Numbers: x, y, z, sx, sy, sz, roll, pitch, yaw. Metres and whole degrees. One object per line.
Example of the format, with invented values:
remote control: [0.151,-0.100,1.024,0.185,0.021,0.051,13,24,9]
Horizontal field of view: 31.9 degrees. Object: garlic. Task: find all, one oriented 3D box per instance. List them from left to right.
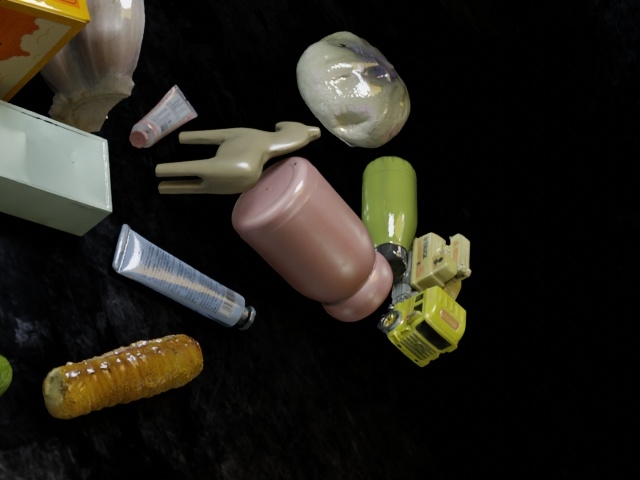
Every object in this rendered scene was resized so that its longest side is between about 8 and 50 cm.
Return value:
garlic: [-0.350,-0.311,1.705,0.237,0.210,0.292,59,25,-76]

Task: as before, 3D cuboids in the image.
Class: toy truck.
toy truck: [0.217,0.099,2.163,0.124,0.157,0.272,41,36,-24]

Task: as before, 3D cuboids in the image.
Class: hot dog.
hot dog: [-0.265,0.184,1.560,0.289,0.068,0.083,-12,80,-56]

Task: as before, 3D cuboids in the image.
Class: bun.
bun: [0.079,-0.322,2.331,0.272,0.168,0.273,32,34,-25]

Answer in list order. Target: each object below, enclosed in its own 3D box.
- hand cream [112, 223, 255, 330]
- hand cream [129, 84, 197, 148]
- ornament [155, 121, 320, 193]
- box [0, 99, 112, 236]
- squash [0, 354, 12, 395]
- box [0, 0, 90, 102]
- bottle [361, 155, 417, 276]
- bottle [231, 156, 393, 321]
hand cream: [-0.210,0.065,1.741,0.256,0.055,0.088,33,48,-28]
hand cream: [-0.269,-0.208,1.907,0.067,0.043,0.210,53,28,-10]
ornament: [-0.131,-0.148,1.890,0.230,0.244,0.061,-74,161,-60]
box: [-0.416,-0.105,1.587,0.225,0.086,0.130,21,49,-42]
squash: [-0.450,0.193,1.313,0.069,0.069,0.239,57,33,-1]
box: [-0.498,-0.366,1.541,0.213,0.259,0.284,11,54,-48]
bottle: [0.137,-0.044,2.219,0.112,0.112,0.260,34,40,-31]
bottle: [0.000,0.000,1.957,0.297,0.173,0.206,45,20,-26]
